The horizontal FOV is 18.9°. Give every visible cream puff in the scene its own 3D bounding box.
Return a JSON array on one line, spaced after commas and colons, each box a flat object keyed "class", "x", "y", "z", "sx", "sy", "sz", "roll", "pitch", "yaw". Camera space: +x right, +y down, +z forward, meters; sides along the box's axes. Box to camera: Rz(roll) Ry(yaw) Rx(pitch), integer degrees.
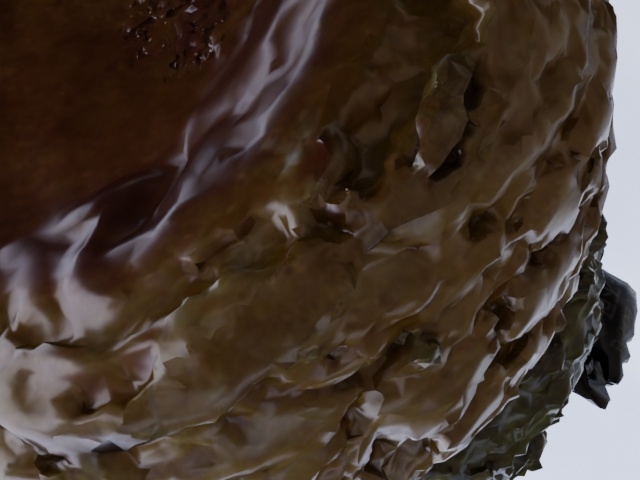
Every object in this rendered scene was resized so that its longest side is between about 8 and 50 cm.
[{"class": "cream puff", "x": 0.000, "y": 0.000, "z": 0.420, "sx": 0.169, "sy": 0.183, "sz": 0.183, "roll": 46, "pitch": -165, "yaw": -45}]
